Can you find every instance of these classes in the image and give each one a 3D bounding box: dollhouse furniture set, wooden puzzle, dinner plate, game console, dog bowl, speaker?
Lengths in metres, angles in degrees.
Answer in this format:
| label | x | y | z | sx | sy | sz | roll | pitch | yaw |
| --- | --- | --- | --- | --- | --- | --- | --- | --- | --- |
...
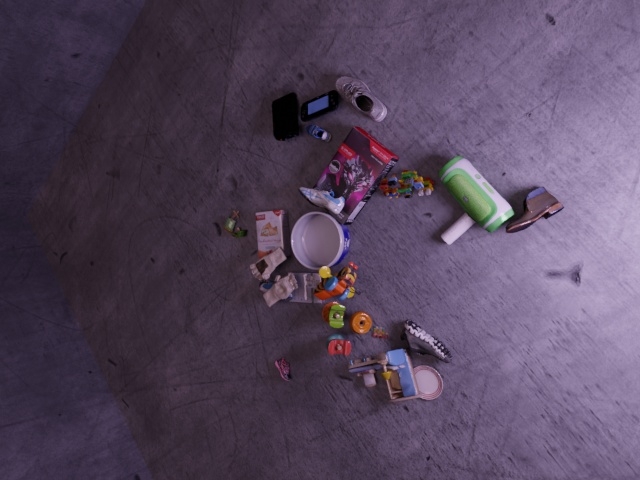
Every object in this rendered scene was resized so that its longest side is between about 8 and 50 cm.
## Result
| label | x | y | z | sx | sy | sz | roll | pitch | yaw |
| --- | --- | --- | --- | --- | --- | --- | --- | --- | --- |
| dollhouse furniture set | 0.225 | 0.564 | 1.633 | 0.286 | 0.303 | 0.198 | -23 | 69 | 28 |
| wooden puzzle | 0.258 | 0.404 | 1.793 | 0.083 | 0.006 | 0.049 | 4 | 94 | 29 |
| dinner plate | 0.440 | 0.590 | 1.694 | 0.141 | 0.017 | 0.141 | 2 | 94 | 30 |
| game console | -0.075 | -0.610 | 1.891 | 0.361 | 0.044 | 0.213 | -13 | 75 | 30 |
| dollhouse furniture set | -0.464 | -0.061 | 2.143 | 0.151 | 0.058 | 0.076 | 28 | 110 | 22 |
| dog bowl | 0.000 | 0.000 | 1.865 | 0.265 | 0.104 | 0.265 | 1 | 92 | 29 |
| speaker | 0.537 | -0.046 | 1.588 | 0.136 | 0.055 | 0.055 | -47 | 71 | 22 |
| speaker | 0.578 | -0.175 | 1.519 | 0.131 | 0.131 | 0.296 | -44 | 72 | 24 |

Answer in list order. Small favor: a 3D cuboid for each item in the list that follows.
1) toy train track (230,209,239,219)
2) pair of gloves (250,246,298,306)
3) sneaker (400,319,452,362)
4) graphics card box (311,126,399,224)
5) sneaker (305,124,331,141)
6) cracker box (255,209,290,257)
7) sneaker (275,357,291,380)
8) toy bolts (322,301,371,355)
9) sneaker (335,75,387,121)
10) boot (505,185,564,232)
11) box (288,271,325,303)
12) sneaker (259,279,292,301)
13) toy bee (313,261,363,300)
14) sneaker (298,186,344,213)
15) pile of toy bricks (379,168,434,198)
| label | x | y | z | sx | sy | sz | roll | pitch | yaw |
| --- | --- | --- | --- | --- | --- | --- | --- | --- | --- |
| toy train track | -0.458 | -0.131 | 2.169 | 0.083 | 0.014 | 0.048 | -41 | 80 | 31 |
| pair of gloves | -0.224 | 0.176 | 1.947 | 0.204 | 0.042 | 0.240 | -31 | 74 | 23 |
| sneaker | 0.425 | 0.433 | 1.665 | 0.234 | 0.078 | 0.106 | 37 | 112 | 27 |
| graphics card box | 0.139 | -0.278 | 1.780 | 0.233 | 0.094 | 0.371 | 44 | 113 | 19 |
| sneaker | -0.018 | -0.503 | 1.877 | 0.144 | 0.059 | 0.053 | 29 | 107 | 28 |
| cracker box | -0.236 | -0.031 | 2.017 | 0.155 | 0.067 | 0.232 | -5 | 89 | 29 |
| sneaker | -0.176 | 0.642 | 2.032 | 0.057 | 0.047 | 0.119 | -39 | 75 | 13 |
| toy bolts | 0.102 | 0.400 | 1.839 | 0.218 | 0.158 | 0.229 | 11 | 87 | -12 |
| sneaker | 0.164 | -0.624 | 1.736 | 0.281 | 0.115 | 0.105 | 43 | 111 | 21 |
| boot | 0.731 | -0.107 | 1.437 | 0.219 | 0.082 | 0.106 | -24 | 69 | -5 |
| box | -0.067 | 0.224 | 1.951 | 0.186 | 0.038 | 0.145 | -2 | 91 | 29 |
| sneaker | -0.206 | 0.243 | 2.003 | 0.190 | 0.083 | 0.071 | 25 | 96 | 29 |
| toy bee | 0.102 | 0.182 | 1.792 | 0.298 | 0.195 | 0.162 | 2 | 51 | 39 |
| sneaker | 0.004 | -0.188 | 1.772 | 0.237 | 0.085 | 0.086 | 27 | 81 | 30 |
| pile of toy bricks | 0.351 | -0.246 | 1.668 | 0.212 | 0.118 | 0.105 | -2 | 59 | 38 |
